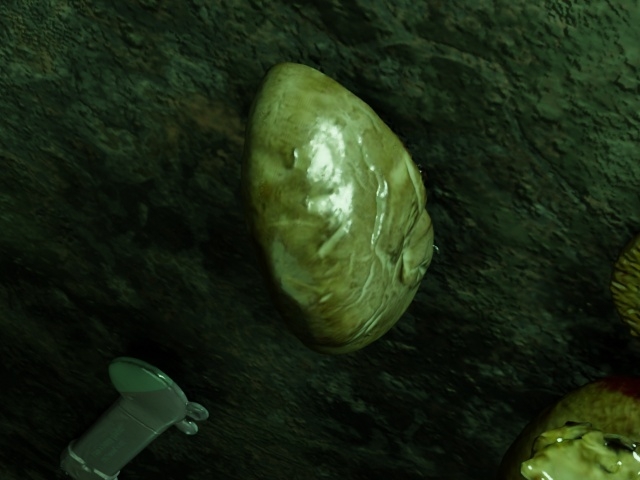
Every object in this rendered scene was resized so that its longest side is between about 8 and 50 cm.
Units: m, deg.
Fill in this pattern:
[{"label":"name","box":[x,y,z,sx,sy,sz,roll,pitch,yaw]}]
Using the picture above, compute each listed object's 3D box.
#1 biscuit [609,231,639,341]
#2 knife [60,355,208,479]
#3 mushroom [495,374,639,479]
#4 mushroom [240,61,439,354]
[{"label":"biscuit","box":[0.324,0.048,1.046,0.187,0.027,0.188,19,142,16]},{"label":"knife","box":[-0.249,0.237,1.634,0.132,0.038,0.398,37,144,-6]},{"label":"mushroom","box":[0.306,0.271,1.074,0.331,0.356,0.334,8,109,5]},{"label":"mushroom","box":[0.000,0.000,1.105,0.156,0.151,0.286,3,135,29]}]
